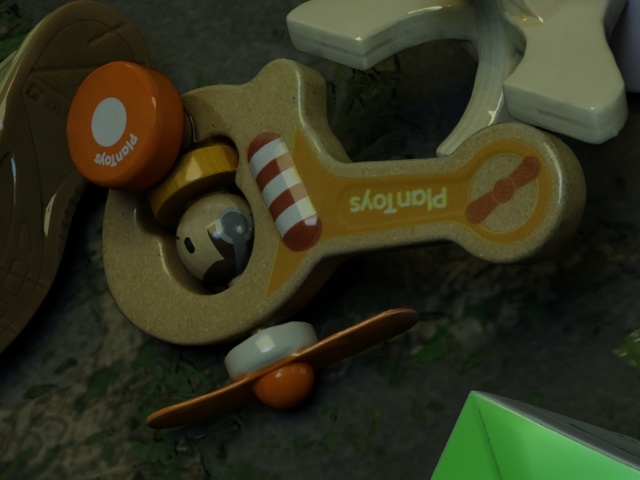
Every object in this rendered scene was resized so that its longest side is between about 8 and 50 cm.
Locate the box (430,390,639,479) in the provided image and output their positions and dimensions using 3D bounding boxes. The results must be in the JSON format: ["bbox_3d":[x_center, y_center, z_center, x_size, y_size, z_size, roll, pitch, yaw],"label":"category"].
[{"bbox_3d":[0.108,0.220,0.766,0.127,0.231,0.262,25,92,28],"label":"box"}]

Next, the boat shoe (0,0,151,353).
[{"bbox_3d":[-0.239,-0.017,1.194,0.341,0.122,0.110,-57,20,-24],"label":"boat shoe"}]

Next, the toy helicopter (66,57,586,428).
[{"bbox_3d":[0.000,0.000,1.052,0.355,0.140,0.235,-5,80,36],"label":"toy helicopter"}]

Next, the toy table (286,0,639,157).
[{"bbox_3d":[0.122,-0.144,1.069,0.274,0.252,0.161,10,43,48],"label":"toy table"}]
